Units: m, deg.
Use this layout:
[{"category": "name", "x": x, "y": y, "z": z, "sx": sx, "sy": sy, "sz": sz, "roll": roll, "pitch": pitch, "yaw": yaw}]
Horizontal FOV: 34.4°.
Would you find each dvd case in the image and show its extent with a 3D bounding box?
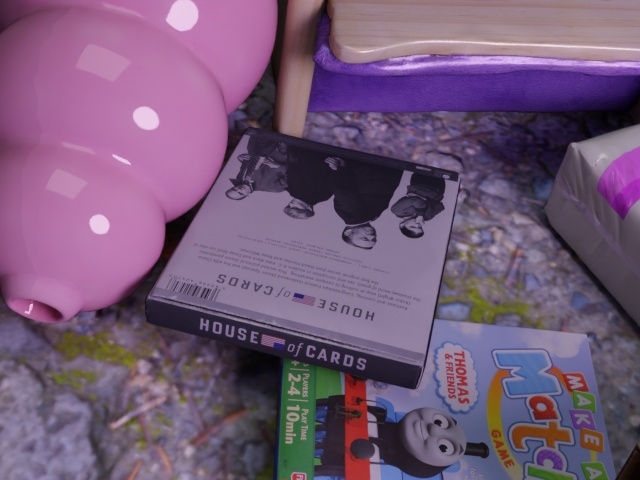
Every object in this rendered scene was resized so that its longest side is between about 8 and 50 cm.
[{"category": "dvd case", "x": 0.000, "y": 0.000, "z": 0.735, "sx": 0.179, "sy": 0.029, "sz": 0.238, "roll": 13, "pitch": 35, "yaw": 5}]

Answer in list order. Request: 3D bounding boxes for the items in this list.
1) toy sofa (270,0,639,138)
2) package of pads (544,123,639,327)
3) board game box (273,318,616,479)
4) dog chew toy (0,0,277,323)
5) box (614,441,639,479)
[{"category": "toy sofa", "x": 0.143, "y": -0.150, "z": 0.854, "sx": 0.363, "sy": 0.150, "sz": 0.177, "roll": -1, "pitch": 50, "yaw": -12}, {"category": "package of pads", "x": 0.347, "y": 0.021, "z": 0.767, "sx": 0.229, "sy": 0.101, "sz": 0.296, "roll": -16, "pitch": 53, "yaw": -22}, {"category": "board game box", "x": 0.077, "y": 0.121, "z": 0.664, "sx": 0.212, "sy": 0.039, "sz": 0.160, "roll": 6, "pitch": 46, "yaw": -6}, {"category": "dog chew toy", "x": -0.149, "y": -0.100, "z": 0.725, "sx": 0.207, "sy": 0.206, "sz": 0.331, "roll": 12, "pitch": 62, "yaw": 1}, {"category": "box", "x": 0.239, "y": 0.147, "z": 0.582, "sx": 0.201, "sy": 0.164, "sz": 0.021, "roll": -8, "pitch": 47, "yaw": -18}]
